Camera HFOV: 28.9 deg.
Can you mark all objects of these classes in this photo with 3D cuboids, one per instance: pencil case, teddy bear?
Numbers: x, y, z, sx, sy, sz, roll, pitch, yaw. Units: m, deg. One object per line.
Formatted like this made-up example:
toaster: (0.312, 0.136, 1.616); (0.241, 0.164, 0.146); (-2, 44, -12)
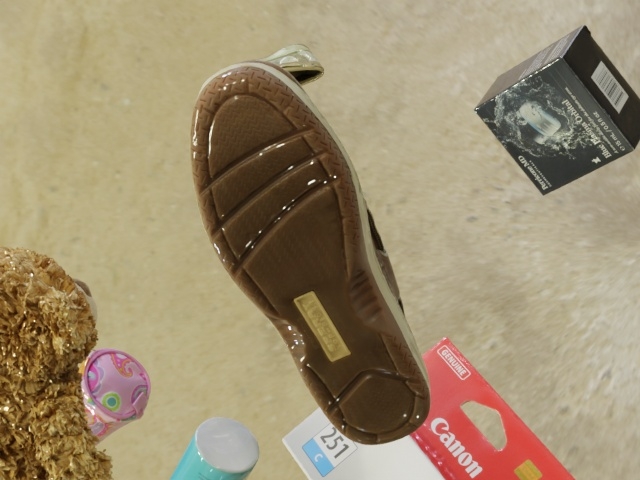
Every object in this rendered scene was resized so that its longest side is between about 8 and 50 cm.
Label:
pencil case: (-0.367, 0.272, 1.857); (0.284, 0.124, 0.124); (-42, 78, 38)
teddy bear: (-0.274, 0.159, 1.190); (0.245, 0.113, 0.337); (19, 112, 58)

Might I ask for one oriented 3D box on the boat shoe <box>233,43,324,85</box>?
boat shoe: (-0.071, -0.192, 1.530); (0.153, 0.056, 0.048); (-24, 50, -15)

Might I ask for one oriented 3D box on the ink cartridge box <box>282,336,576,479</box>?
ink cartridge box: (0.130, 0.278, 1.567); (0.261, 0.066, 0.296); (-40, 49, -2)

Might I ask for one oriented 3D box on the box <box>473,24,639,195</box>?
box: (0.315, -0.165, 1.609); (0.156, 0.093, 0.158); (49, 136, -11)

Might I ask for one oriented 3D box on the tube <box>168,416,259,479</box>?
tube: (-0.109, 0.226, 1.009); (0.207, 0.080, 0.052); (-61, 36, 37)

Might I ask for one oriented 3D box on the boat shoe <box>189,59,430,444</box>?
boat shoe: (-0.008, 0.003, 0.762); (0.095, 0.095, 0.257); (-17, 114, 10)
